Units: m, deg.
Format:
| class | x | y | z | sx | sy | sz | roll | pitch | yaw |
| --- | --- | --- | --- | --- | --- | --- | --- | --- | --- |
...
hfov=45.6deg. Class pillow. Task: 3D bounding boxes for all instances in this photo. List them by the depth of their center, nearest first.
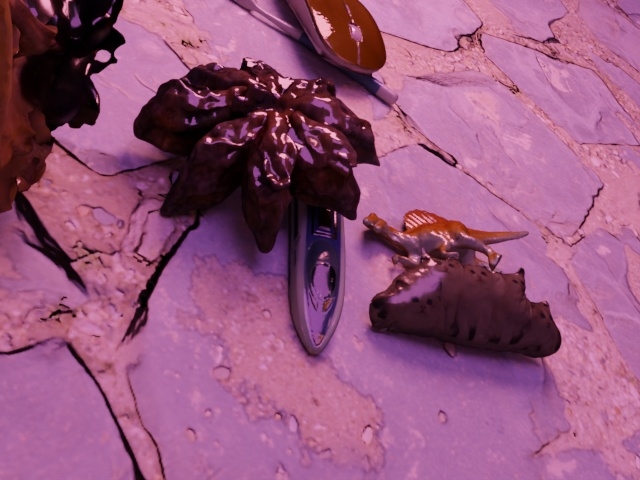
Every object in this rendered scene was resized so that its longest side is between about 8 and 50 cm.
| class | x | y | z | sx | sy | sz | roll | pitch | yaw |
| --- | --- | --- | --- | --- | --- | --- | --- | --- | --- |
| pillow | 0.158 | 0.064 | 0.784 | 0.241 | 0.051 | 0.093 | 12 | 80 | -24 |

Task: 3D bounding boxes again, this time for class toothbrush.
| class | x | y | z | sx | sy | sz | roll | pitch | yaw |
| --- | --- | --- | --- | --- | --- | --- | --- | --- | --- |
| toothbrush | -0.009 | -0.269 | 1.047 | 0.275 | 0.019 | 0.025 | 33 | 30 | -5 |

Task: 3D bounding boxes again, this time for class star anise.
| class | x | y | z | sx | sy | sz | roll | pitch | yaw |
| --- | --- | --- | --- | --- | --- | --- | --- | --- | --- |
| star anise | -0.058 | -0.106 | 0.740 | 0.236 | 0.109 | 0.223 | -20 | 60 | -27 |

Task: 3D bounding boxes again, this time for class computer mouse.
| class | x | y | z | sx | sy | sz | roll | pitch | yaw |
| --- | --- | --- | --- | --- | --- | --- | --- | --- | --- |
| computer mouse | 0.013 | -0.321 | 1.068 | 0.126 | 0.056 | 0.245 | 10 | 40 | -35 |

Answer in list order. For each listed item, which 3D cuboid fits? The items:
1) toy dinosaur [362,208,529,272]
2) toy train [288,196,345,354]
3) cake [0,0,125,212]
| class | x | y | z | sx | sy | sz | roll | pitch | yaw |
| --- | --- | --- | --- | --- | --- | --- | --- | --- | --- |
| toy dinosaur | 0.145 | -0.001 | 0.876 | 0.142 | 0.057 | 0.212 | 31 | 23 | 21 |
| toy train | 0.000 | 0.001 | 0.752 | 0.055 | 0.048 | 0.252 | 18 | 42 | -20 |
| cake | -0.271 | -0.148 | 0.484 | 0.332 | 0.332 | 0.321 | 50 | 34 | 16 |
